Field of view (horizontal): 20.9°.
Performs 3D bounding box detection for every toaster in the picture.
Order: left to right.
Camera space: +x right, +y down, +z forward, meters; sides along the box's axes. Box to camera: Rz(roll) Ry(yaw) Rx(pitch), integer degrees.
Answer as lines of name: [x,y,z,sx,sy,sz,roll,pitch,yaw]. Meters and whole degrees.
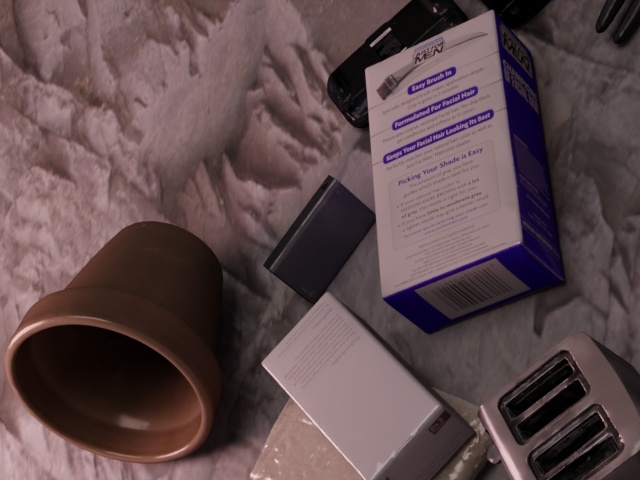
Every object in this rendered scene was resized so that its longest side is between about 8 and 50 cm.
toaster: [0.267,0.203,1.727,0.185,0.110,0.168,-40,46,15]

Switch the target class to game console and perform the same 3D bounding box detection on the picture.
game console: [0.151,-0.294,2.200,0.361,0.044,0.213,-41,44,8]

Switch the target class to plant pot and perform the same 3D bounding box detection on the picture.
plant pot: [-0.222,0.106,2.112,0.263,0.263,0.229,-14,36,31]

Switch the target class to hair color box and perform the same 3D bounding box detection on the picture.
hair color box: [0.161,-0.081,2.005,0.185,0.110,0.339,-22,52,27]

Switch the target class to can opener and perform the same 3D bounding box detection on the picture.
can opener: [0.380,-0.313,2.032,0.059,0.073,0.186,23,79,5]

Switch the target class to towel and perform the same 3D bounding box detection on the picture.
towel: [0.060,0.236,1.919,0.282,0.049,0.187,20,77,43]

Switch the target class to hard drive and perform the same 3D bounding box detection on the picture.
hard drive: [0.000,0.000,2.085,0.135,0.094,0.022,-54,44,-4]

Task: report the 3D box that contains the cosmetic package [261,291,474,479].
cosmetic package: [0.048,0.169,1.879,0.117,0.085,0.231,-47,48,3]
